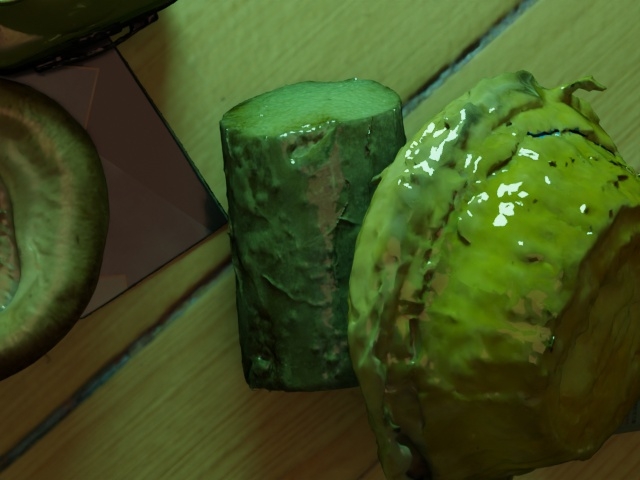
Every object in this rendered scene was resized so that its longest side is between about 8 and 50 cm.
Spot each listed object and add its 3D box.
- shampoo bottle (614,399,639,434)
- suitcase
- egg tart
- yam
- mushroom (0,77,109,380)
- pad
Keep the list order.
[{"bbox_3d":[0.335,0.159,0.976,0.165,0.040,0.080,-5,98,-14],"label":"shampoo bottle"},{"bbox_3d":[-0.219,-0.253,0.711,0.193,0.143,0.235,-27,102,-9],"label":"suitcase"},{"bbox_3d":[0.179,0.051,0.784,0.387,0.169,0.388,-16,112,-45],"label":"egg tart"},{"bbox_3d":[0.000,0.000,0.806,0.161,0.161,0.268,-6,102,-14],"label":"yam"},{"bbox_3d":[-0.304,-0.008,0.725,0.278,0.146,0.278,-1,93,-14],"label":"mushroom"},{"bbox_3d":[-0.210,-0.071,0.815,0.163,0.004,0.243,-34,105,-8],"label":"pad"}]
